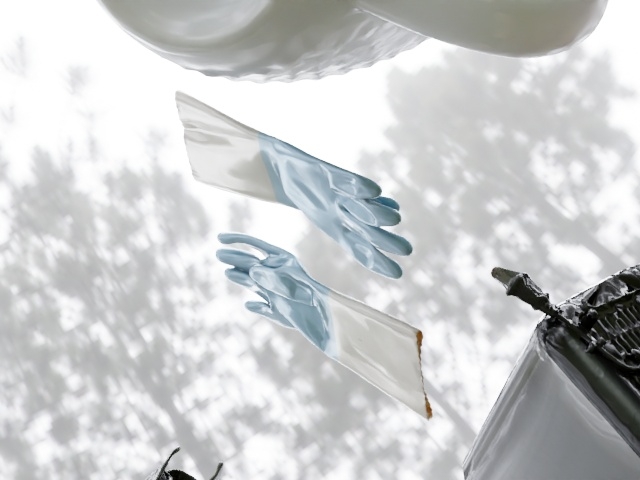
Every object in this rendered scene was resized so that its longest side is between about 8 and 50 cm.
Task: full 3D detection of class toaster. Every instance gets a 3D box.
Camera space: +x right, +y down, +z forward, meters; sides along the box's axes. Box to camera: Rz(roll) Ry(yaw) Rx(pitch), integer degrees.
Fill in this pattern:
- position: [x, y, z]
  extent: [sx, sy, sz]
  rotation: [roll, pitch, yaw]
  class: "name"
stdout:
- position: [0.168, 0.088, 0.765]
  extent: [0.168, 0.186, 0.110]
  rotation: [-17, -34, -40]
  class: "toaster"

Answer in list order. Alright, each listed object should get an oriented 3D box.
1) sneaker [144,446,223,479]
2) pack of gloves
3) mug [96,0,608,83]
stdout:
- position: [-0.084, 0.167, 0.989]
  extent: [0.051, 0.170, 0.089]
  rotation: [25, -105, 5]
  class: "sneaker"
- position: [0.000, 0.000, 1.311]
  extent: [0.046, 0.232, 0.195]
  rotation: [-35, -47, -28]
  class: "pack of gloves"
- position: [0.023, -0.226, 1.255]
  extent: [0.328, 0.374, 0.276]
  rotation: [-35, -32, -58]
  class: "mug"
